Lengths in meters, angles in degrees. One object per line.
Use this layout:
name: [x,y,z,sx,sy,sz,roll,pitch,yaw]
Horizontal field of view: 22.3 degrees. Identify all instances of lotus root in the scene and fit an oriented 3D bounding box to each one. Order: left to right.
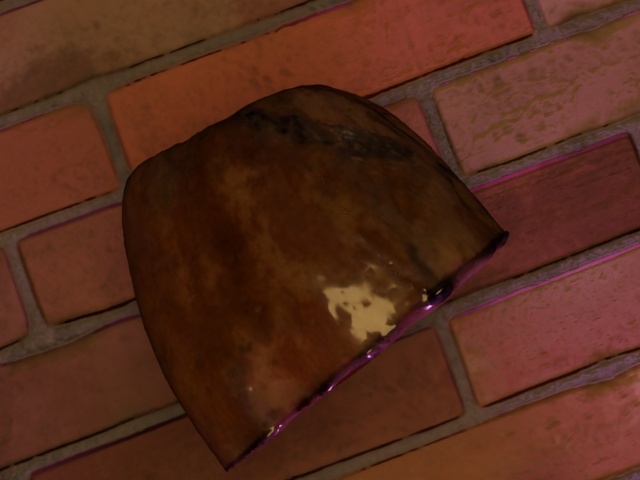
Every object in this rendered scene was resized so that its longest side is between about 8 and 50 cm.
lotus root: [0.000,0.000,1.326,0.316,0.316,0.250,-32,81,-2]
